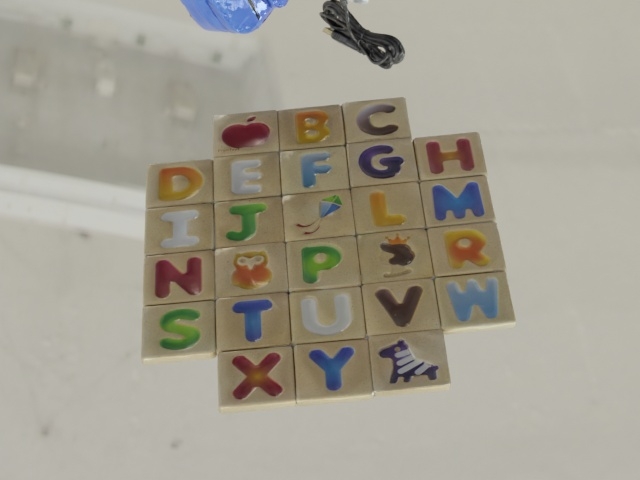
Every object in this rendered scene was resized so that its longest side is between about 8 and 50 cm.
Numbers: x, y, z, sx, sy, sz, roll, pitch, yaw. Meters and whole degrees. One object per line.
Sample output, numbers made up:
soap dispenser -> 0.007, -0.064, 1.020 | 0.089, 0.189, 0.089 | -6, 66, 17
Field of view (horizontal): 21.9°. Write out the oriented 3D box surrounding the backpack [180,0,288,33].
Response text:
backpack -> -0.066, -0.242, 1.444 | 0.120, 0.098, 0.101 | -48, -146, -20

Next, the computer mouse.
computer mouse -> 0.030, -0.261, 1.579 | 0.042, 0.193, 0.106 | -33, -134, -23

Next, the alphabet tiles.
alphabet tiles -> 0.000, 0.000, 1.326 | 0.285, 0.011, 0.342 | -6, -137, 1
